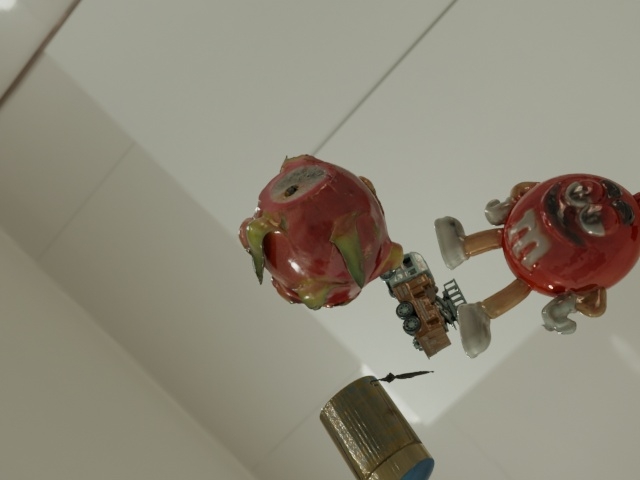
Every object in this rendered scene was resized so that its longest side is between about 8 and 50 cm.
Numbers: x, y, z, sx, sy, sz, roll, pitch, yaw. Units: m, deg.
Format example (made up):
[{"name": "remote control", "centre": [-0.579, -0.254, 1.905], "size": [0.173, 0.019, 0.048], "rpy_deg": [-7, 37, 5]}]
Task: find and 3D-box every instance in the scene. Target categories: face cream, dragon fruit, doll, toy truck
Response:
[{"name": "face cream", "centre": [0.106, 0.377, 2.085], "size": [0.067, 0.139, 0.285], "rpy_deg": [49, -177, -39]}, {"name": "dragon fruit", "centre": [-0.001, -0.003, 1.670], "size": [0.224, 0.224, 0.227], "rpy_deg": [-82, -28, -63]}, {"name": "doll", "centre": [0.224, 0.009, 1.091], "size": [0.085, 0.217, 0.183], "rpy_deg": [47, -152, -54]}, {"name": "toy truck", "centre": [0.180, 0.097, 1.920], "size": [0.178, 0.115, 0.080], "rpy_deg": [65, -175, 36]}]

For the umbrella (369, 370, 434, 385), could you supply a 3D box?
[{"name": "umbrella", "centre": [0.153, 0.255, 2.121], "size": [0.148, 0.022, 0.022], "rpy_deg": [-7, -152, -35]}]
